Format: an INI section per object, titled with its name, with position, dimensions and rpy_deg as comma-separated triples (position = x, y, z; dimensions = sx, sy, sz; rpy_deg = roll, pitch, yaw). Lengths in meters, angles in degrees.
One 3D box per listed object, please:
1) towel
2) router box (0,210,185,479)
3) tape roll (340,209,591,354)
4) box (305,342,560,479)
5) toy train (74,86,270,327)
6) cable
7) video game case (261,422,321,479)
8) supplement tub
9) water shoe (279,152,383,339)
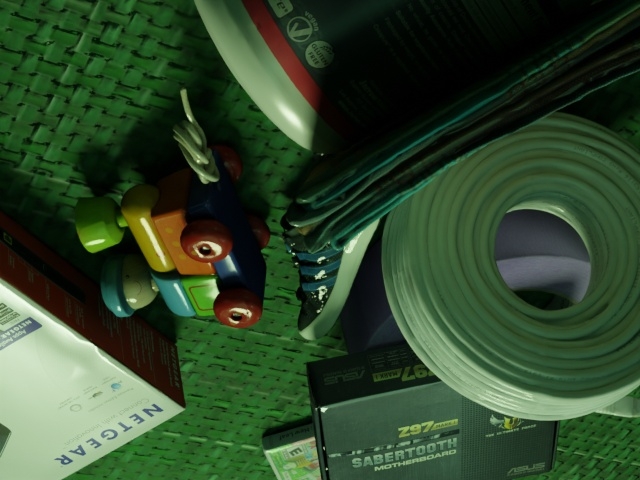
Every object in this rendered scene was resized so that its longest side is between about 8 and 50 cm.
[towel]
position = 0.107, -0.090, 0.800
dimensions = 0.271, 0.370, 0.040
rpy_deg = -30, 95, 4
[router box]
position = -0.345, 0.132, 1.087
dimensions = 0.335, 0.082, 0.301
rpy_deg = -31, 134, 16
[tape roll]
position = 0.161, 0.081, 1.164
dimensions = 0.274, 0.090, 0.275
rpy_deg = -7, 135, -7
[box]
position = 0.109, 0.169, 1.132
dimensions = 0.232, 0.059, 0.183
rpy_deg = -11, 135, -5
[toy train]
position = -0.138, -0.027, 0.980
dimensions = 0.143, 0.105, 0.248
rpy_deg = -8, 137, 12
[cable]
position = 0.182, 0.019, 0.990
dimensions = 0.257, 0.257, 0.089
rpy_deg = -1, 165, -10
[video game case]
position = 0.052, 0.261, 1.365
dimensions = 0.193, 0.023, 0.212
rpy_deg = -17, 136, 2
[supplement tub]
position = 0.065, -0.197, 0.784
dimensions = 0.272, 0.191, 0.191
rpy_deg = -30, 134, 15
[water shoe]
position = 0.000, 0.000, 1.069
dimensions = 0.080, 0.073, 0.203
rpy_deg = 19, 125, -4
